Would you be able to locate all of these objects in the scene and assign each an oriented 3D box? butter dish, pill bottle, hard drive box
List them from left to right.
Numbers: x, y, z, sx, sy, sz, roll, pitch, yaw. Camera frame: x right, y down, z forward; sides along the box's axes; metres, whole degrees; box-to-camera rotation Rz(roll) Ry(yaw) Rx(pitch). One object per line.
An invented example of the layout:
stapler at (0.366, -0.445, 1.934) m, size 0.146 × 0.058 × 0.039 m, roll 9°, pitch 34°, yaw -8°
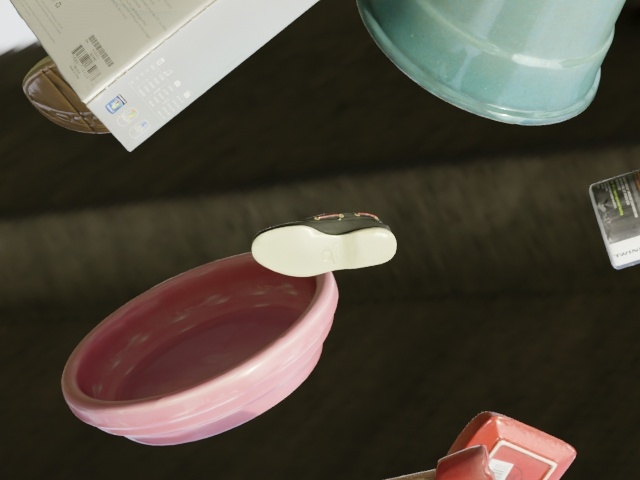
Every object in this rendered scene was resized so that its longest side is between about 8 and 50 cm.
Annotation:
hard drive box at (-0.135, -0.221, 1.596) m, size 0.232 × 0.089 × 0.181 m, roll -38°, pitch -125°, yaw 1°
butter dish at (0.240, 0.297, 2.535) m, size 0.160 × 0.160 × 0.118 m, roll -56°, pitch -151°, yaw 18°
pill bottle at (0.516, -0.053, 2.611) m, size 0.246 × 0.130 × 0.130 m, roll -17°, pitch -159°, yaw 10°

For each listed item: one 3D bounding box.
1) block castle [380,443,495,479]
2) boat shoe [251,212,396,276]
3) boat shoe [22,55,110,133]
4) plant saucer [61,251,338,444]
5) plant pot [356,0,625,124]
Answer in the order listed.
block castle at (0.168, 0.462, 1.847) m, size 0.213 × 0.453 × 0.303 m, roll -12°, pitch -168°, yaw 8°
boat shoe at (0.000, 0.002, 1.650) m, size 0.133 × 0.049 × 0.042 m, roll -4°, pitch -155°, yaw -16°
boat shoe at (-0.193, -0.198, 1.922) m, size 0.302 × 0.109 × 0.098 m, roll -20°, pitch -145°, yaw 44°
plant saucer at (-0.129, 0.128, 2.087) m, size 0.332 × 0.084 × 0.332 m, roll -19°, pitch -158°, yaw 8°
plant pot at (0.259, -0.379, 2.250) m, size 0.341 × 0.341 × 0.334 m, roll -51°, pitch 171°, yaw -48°
